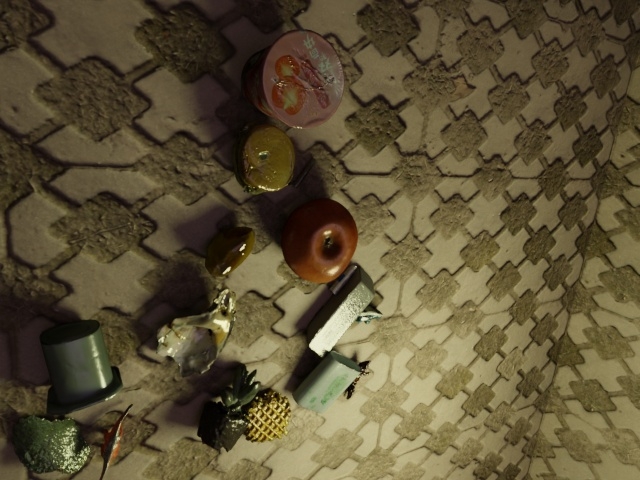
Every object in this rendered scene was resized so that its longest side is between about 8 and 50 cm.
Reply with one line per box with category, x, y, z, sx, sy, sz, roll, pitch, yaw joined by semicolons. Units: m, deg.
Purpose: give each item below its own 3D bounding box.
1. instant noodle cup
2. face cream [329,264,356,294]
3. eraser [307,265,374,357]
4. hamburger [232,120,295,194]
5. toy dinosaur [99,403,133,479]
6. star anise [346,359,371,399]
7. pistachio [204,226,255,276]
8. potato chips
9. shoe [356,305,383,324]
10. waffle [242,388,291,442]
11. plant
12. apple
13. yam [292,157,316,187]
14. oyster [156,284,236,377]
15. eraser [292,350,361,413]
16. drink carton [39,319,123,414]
instant noodle cup;-0.094;-0.439;1.224;0.242;0.231;0.243;-10;110;-29
face cream;0.086;0.143;1.641;0.130;0.034;0.034;-48;123;-8
eraser;0.078;0.263;1.650;0.352;0.077;0.111;-49;123;-9
hamburger;-0.172;-0.246;1.309;0.189;0.122;0.215;-19;111;-32
toy dinosaur;-0.634;0.628;1.328;0.055;0.101;0.280;19;84;-23
star anise;0.117;0.539;1.778;0.157;0.054;0.212;32;108;-22
pistachio;-0.277;0.033;1.353;0.189;0.100;0.110;-54;150;-22
potato chips;-0.758;0.578;1.263;0.228;0.059;0.167;28;81;-35
shoe;0.185;0.295;1.736;0.142;0.064;0.071;6;114;-36
waffle;-0.197;0.641;1.616;0.192;0.070;0.197;-11;108;-28
plant;-0.300;0.550;1.482;0.149;0.146;0.275;30;87;-54
apple;0.000;0.000;1.443;0.251;0.206;0.272;39;85;-31
yam;-0.052;-0.220;1.448;0.021;0.021;0.116;39;83;-34
oyster;-0.377;0.282;1.372;0.270;0.100;0.276;-19;127;-23
eraser;0.026;0.538;1.679;0.174;0.081;0.227;35;98;-34
drink carton;-0.639;0.324;1.182;0.185;0.191;0.190;-8;103;-27
